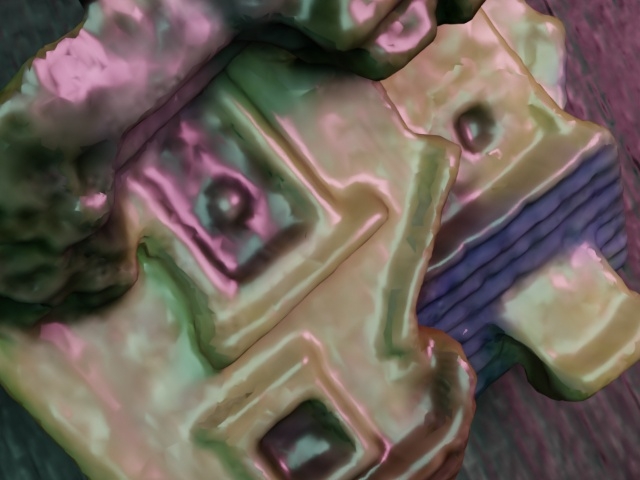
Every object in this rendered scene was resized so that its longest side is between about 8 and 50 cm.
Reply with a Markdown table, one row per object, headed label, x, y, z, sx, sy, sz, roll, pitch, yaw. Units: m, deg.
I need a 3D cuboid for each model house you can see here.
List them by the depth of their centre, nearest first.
| label | x | y | z | sx | sy | sz | roll | pitch | yaw |
| --- | --- | --- | --- | --- | --- | --- | --- | --- | --- |
| model house | 0.000 | 0.000 | 0.575 | 0.321 | 0.261 | 0.266 | -40 | 100 | -12 |
